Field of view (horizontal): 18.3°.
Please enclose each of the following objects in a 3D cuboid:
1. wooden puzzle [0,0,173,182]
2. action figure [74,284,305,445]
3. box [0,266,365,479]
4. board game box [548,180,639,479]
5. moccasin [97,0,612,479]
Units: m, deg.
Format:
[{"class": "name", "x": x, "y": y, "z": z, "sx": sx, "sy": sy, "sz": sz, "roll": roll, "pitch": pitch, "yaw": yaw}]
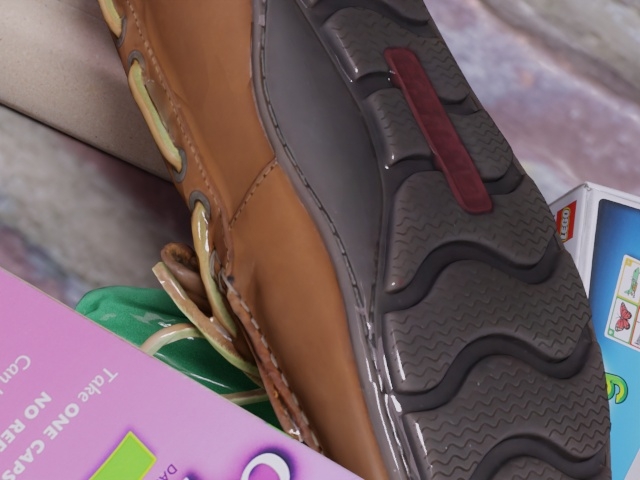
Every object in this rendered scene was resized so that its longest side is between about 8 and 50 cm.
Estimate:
[{"class": "wooden puzzle", "x": -0.114, "y": -0.241, "z": 0.963, "sx": 0.322, "sy": 0.080, "sz": 0.348, "roll": 25, "pitch": 70, "yaw": 4}, {"class": "action figure", "x": -0.033, "y": 0.077, "z": 0.862, "sx": 0.232, "sy": 0.063, "sz": 0.137, "roll": 17, "pitch": 68, "yaw": -5}, {"class": "box", "x": -0.071, "y": 0.139, "z": 0.712, "sx": 0.243, "sy": 0.213, "sz": 0.117, "roll": 26, "pitch": 62, "yaw": 32}, {"class": "board game box", "x": 0.169, "y": 0.145, "z": 0.835, "sx": 0.193, "sy": 0.053, "sz": 0.305, "roll": 16, "pitch": 69, "yaw": -17}, {"class": "moccasin", "x": -0.002, "y": 0.001, "z": 0.797, "sx": 0.139, "sy": 0.147, "sz": 0.380, "roll": -13, "pitch": 70, "yaw": -43}]
